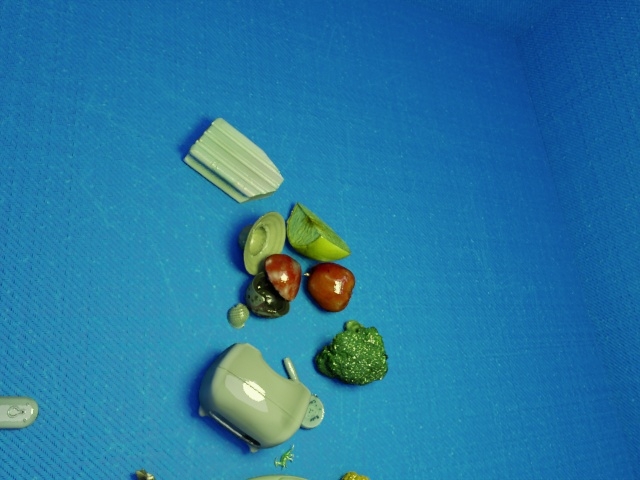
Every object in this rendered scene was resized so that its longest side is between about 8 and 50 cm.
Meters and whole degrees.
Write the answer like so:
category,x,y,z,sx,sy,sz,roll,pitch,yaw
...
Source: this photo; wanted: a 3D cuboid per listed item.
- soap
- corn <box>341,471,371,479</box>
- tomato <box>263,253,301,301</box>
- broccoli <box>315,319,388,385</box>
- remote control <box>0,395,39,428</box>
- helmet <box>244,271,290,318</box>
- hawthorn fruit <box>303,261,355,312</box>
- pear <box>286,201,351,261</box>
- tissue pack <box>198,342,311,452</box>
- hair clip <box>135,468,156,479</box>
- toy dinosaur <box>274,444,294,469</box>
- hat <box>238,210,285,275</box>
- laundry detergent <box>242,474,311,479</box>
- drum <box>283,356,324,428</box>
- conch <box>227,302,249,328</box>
category,x,y,z,sx,sy,sz,roll,pitch,yaw
soap,-0.318,-0.285,1.956,0.347,0.115,0.208,37,58,-12
corn,0.087,0.948,1.682,0.131,0.131,0.345,28,62,-17
tomato,-0.117,0.124,1.865,0.189,0.099,0.173,53,15,-20
broccoli,0.115,0.406,1.882,0.269,0.269,0.254,-27,128,-34
remote control,-0.896,0.463,1.377,0.244,0.047,0.087,10,63,-27
helmet,-0.203,0.213,1.823,0.177,0.107,0.153,45,23,-32
hawthorn fruit,0.029,0.166,1.936,0.202,0.185,0.185,28,59,-1
pear,-0.001,0.005,1.995,0.239,0.139,0.288,24,18,-34
tissue pack,-0.218,0.506,1.624,0.333,0.229,0.236,39,55,-9
hair clip,-0.463,0.798,1.469,0.106,0.084,0.292,-13,82,-37
toy dinosaur,-0.121,0.727,1.718,0.062,0.021,0.083,8,67,-12
hat,-0.241,-0.002,1.880,0.109,0.252,0.252,20,52,26
laundry detergent,-0.160,0.843,1.592,0.397,0.124,0.264,31,60,-13
drum,-0.054,0.535,1.813,0.130,0.049,0.253,-1,71,-29
conch,-0.287,0.263,1.792,0.076,0.056,0.085,-5,72,-17
